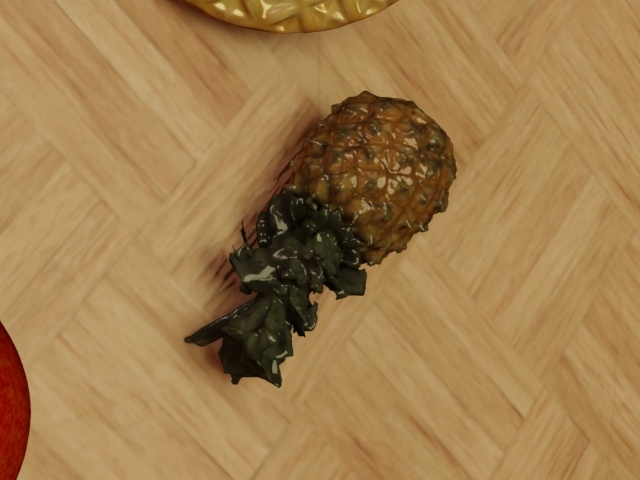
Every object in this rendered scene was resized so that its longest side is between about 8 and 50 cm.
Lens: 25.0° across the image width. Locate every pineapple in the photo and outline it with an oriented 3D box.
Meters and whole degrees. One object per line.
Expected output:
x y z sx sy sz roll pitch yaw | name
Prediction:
0.001 0.001 1.109 0.128 0.128 0.248 50 63 -23 | pineapple

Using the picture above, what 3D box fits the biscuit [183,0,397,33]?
-0.048 -0.264 1.078 0.309 0.040 0.204 33 99 -20 | biscuit

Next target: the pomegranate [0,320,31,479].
-0.274 0.084 0.724 0.257 0.221 0.220 27 70 -36 | pomegranate
